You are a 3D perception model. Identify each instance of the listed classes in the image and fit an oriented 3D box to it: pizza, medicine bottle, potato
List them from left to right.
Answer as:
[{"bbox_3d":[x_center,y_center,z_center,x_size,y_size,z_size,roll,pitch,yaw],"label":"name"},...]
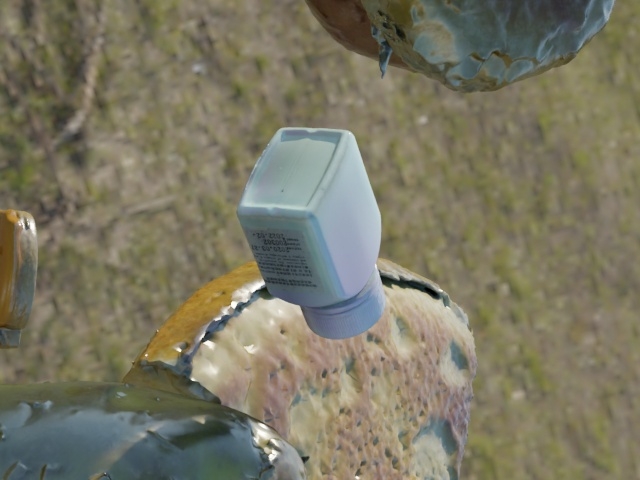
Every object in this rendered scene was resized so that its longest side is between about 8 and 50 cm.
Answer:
[{"bbox_3d":[-0.154,0.151,1.050,0.191,0.296,0.141,85,5,-83],"label":"potato"},{"bbox_3d":[-0.004,0.212,1.367,0.440,0.130,0.406,-6,90,-58],"label":"pizza"},{"bbox_3d":[0.000,0.000,1.014,0.118,0.055,0.074,68,34,-43],"label":"medicine bottle"}]

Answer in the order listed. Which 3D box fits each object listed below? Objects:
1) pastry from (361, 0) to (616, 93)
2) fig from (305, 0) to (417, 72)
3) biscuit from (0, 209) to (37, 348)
[{"bbox_3d":[0.117,-0.230,1.223,0.257,0.121,0.236,-50,128,-17],"label":"pastry"},{"bbox_3d":[0.093,-0.270,1.590,0.235,0.235,0.214,64,22,-20],"label":"fig"},{"bbox_3d":[-0.369,0.043,2.002,0.050,0.170,0.170,6,65,-24],"label":"biscuit"}]
